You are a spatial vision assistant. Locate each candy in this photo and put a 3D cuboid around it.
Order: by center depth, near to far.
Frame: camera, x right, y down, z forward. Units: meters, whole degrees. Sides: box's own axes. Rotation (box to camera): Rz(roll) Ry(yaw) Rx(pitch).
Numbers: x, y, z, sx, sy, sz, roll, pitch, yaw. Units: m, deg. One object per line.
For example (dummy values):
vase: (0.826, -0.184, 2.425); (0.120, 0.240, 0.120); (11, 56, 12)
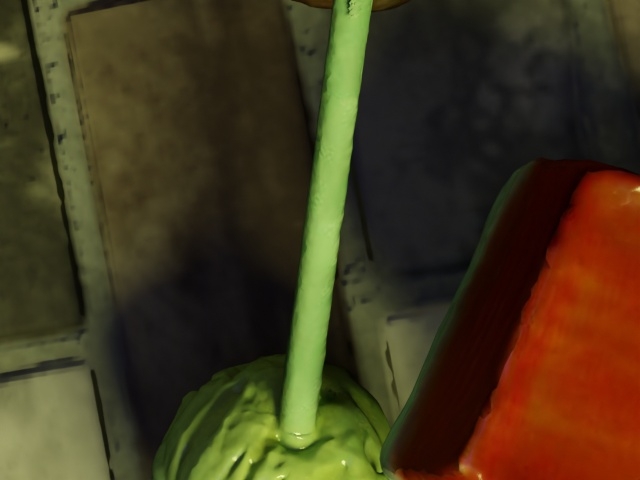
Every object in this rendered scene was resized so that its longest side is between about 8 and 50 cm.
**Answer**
candy: (0.000, 0.000, 0.532); (0.092, 0.093, 0.335); (45, 142, 34)

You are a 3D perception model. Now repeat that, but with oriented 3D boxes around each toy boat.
toy boat: (0.186, 0.095, 0.569); (0.332, 0.133, 0.145); (26, 80, -4)

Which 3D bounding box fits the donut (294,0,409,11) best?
donut: (-0.011, -0.242, 0.506); (0.136, 0.259, 0.345); (-13, 91, 19)
